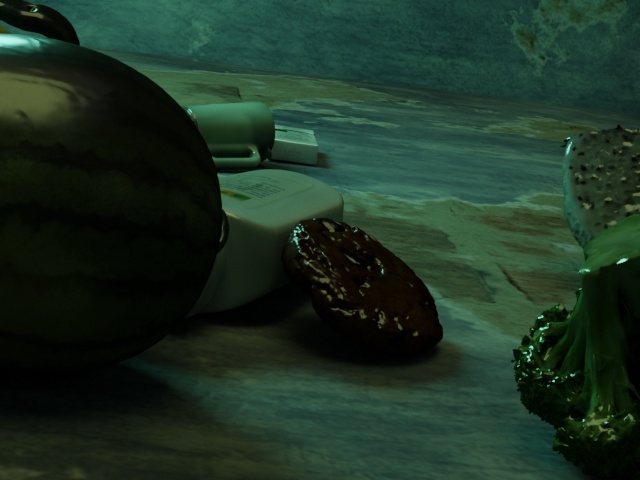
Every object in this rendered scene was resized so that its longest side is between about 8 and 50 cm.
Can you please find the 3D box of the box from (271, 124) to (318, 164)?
[{"bbox_3d":[-0.050,-0.162,2.445,0.084,0.040,0.154,6,14,-5],"label":"box"}]

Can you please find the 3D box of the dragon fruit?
[{"bbox_3d":[0.445,-0.022,1.811,0.283,0.204,0.221,-2,-17,9],"label":"dragon fruit"}]

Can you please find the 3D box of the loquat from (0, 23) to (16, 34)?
[{"bbox_3d":[-0.489,-0.194,1.915,0.238,0.238,0.193,1,10,-27],"label":"loquat"}]

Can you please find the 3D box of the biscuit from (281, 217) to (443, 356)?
[{"bbox_3d":[0.045,0.044,1.432,0.192,0.049,0.192,30,26,-16],"label":"biscuit"}]

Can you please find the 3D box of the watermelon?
[{"bbox_3d":[-0.235,-0.026,1.192,0.359,0.279,0.279,12,10,-25],"label":"watermelon"}]

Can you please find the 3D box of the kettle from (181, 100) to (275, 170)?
[{"bbox_3d":[-0.154,-0.158,2.288,0.148,0.127,0.098,-5,-14,-37],"label":"kettle"}]

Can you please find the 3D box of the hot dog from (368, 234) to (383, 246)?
[{"bbox_3d":[0.000,0.000,1.747,0.165,0.045,0.071,19,18,41],"label":"hot dog"}]

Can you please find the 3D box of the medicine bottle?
[{"bbox_3d":[-0.104,0.001,1.511,0.179,0.124,0.324,8,10,20],"label":"medicine bottle"}]

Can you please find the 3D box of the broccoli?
[{"bbox_3d":[0.286,0.083,1.167,0.269,0.242,0.261,-22,28,20],"label":"broccoli"}]

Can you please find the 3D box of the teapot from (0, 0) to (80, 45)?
[{"bbox_3d":[-0.320,-0.107,1.404,0.285,0.305,0.223,3,10,-6],"label":"teapot"}]
